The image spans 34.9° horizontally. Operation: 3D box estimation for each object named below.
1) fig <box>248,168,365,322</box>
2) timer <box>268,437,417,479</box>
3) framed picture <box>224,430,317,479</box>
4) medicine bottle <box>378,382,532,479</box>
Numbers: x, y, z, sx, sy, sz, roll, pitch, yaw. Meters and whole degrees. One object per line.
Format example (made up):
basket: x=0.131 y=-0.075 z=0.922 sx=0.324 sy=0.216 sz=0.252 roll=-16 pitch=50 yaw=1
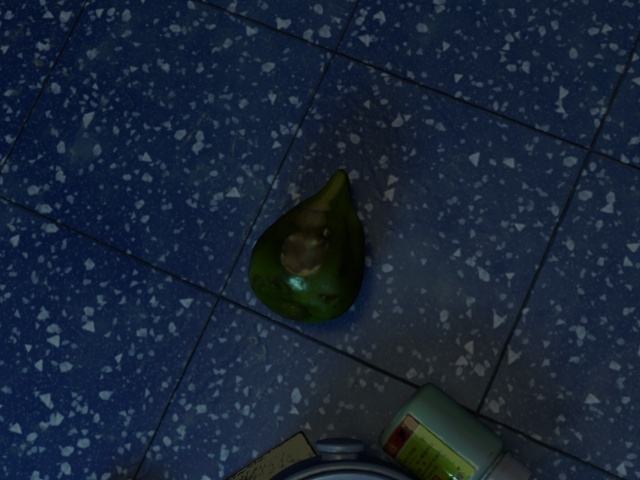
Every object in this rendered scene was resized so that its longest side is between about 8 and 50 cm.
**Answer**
fig: x=0.000 y=0.000 z=1.747 sx=0.206 sy=0.206 sz=0.275 roll=19 pitch=63 yaw=12
timer: x=0.038 y=0.502 z=1.612 sx=0.395 sy=0.173 sz=0.395 roll=0 pitch=86 yaw=-1
framed picture: x=-0.049 y=0.525 z=1.724 sx=0.244 sy=0.013 sz=0.324 roll=-34 pitch=76 yaw=1
medicine bottle: x=0.218 y=0.347 z=1.652 sx=0.225 sy=0.139 sz=0.139 roll=38 pitch=87 yaw=14
